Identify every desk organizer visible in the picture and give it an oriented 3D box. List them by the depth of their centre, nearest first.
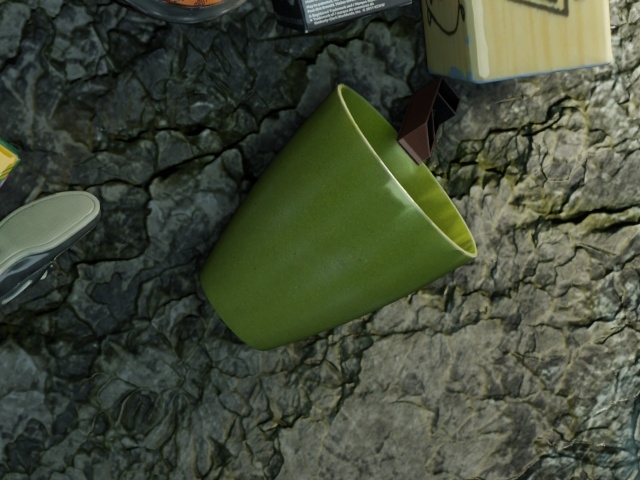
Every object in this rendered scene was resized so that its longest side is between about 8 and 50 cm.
[{"bbox_3d":[0.142,-0.157,1.811,0.050,0.130,0.047,-32,111,32],"label":"desk organizer"}]

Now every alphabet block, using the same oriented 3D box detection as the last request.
[{"bbox_3d":[0.244,-0.315,1.777,0.193,0.192,0.197,-10,103,-14],"label":"alphabet block"}]

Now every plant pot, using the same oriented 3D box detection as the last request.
[{"bbox_3d":[0.000,0.000,1.764,0.293,0.275,0.275,-39,109,13],"label":"plant pot"}]

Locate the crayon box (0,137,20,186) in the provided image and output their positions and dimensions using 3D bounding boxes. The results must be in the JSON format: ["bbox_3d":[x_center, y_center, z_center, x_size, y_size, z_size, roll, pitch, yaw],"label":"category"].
[{"bbox_3d":[-0.523,-0.121,1.676,0.278,0.081,0.165,37,91,-18],"label":"crayon box"}]

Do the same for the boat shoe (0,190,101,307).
[{"bbox_3d":[-0.376,0.019,1.758,0.233,0.084,0.079,-36,146,-12],"label":"boat shoe"}]

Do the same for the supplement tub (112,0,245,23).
[{"bbox_3d":[-0.167,-0.353,1.585,0.207,0.338,0.207,-3,102,-14],"label":"supplement tub"}]

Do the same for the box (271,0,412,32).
[{"bbox_3d":[-0.003,-0.405,1.706,0.143,0.165,0.270,-16,104,-11],"label":"box"}]
